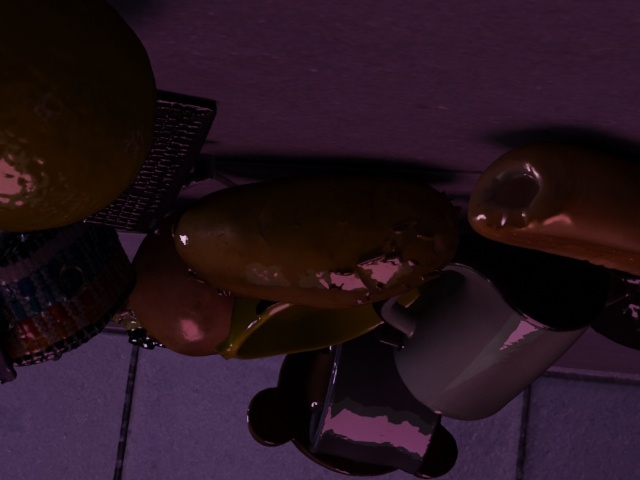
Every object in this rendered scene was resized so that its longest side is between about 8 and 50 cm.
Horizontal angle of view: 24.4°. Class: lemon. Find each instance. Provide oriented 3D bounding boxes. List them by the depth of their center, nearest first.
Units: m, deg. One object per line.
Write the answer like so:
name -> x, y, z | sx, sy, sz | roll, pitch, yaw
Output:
lemon -> -0.200, -0.092, 0.986 | 0.184, 0.184, 0.248 | 3, 169, 25

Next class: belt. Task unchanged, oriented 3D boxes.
belt -> -0.321, 0.054, 1.698 | 0.207, 0.160, 0.295 | -23, -164, -1

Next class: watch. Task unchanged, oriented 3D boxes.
watch -> 0.080, 0.156, 2.086 | 0.314, 0.335, 0.327 | 13, 151, -5

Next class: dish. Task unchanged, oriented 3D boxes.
dish -> -0.004, 0.046, 1.742 | 0.262, 0.108, 0.221 | -10, 158, -32

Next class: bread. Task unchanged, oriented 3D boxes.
bread -> 0.277, -0.022, 1.327 | 0.305, 0.091, 0.142 | 13, 162, -34

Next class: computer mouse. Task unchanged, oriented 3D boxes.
computer mouse -> 0.401, 0.071, 1.762 | 0.183, 0.116, 0.323 | -3, 167, 27

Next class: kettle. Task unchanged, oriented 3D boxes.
kettle -> 0.178, 0.079, 1.656 | 0.240, 0.165, 0.255 | 14, 150, -16

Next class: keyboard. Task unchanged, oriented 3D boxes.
keyboard -> -0.162, -0.066, 1.375 | 0.087, 0.017, 0.250 | 9, 151, -17

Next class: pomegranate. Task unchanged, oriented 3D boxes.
pomegranate -> -0.147, 0.056, 1.834 | 0.191, 0.191, 0.191 | 7, 171, 1

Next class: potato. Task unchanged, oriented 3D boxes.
potato -> 0.000, 0.000, 1.510 | 0.300, 0.140, 0.173 | -2, 172, 23

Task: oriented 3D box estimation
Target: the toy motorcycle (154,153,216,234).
toy motorcycle -> -0.181, -0.058, 1.502 | 0.122, 0.080, 0.215 | 14, 164, -37

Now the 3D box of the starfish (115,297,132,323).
starfish -> -0.146, 0.048, 2.069 | 0.327, 0.094, 0.375 | -9, 173, -20

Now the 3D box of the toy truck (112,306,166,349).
toy truck -> -0.270, 0.096, 2.414 | 0.127, 0.127, 0.257 | 27, 162, -25
